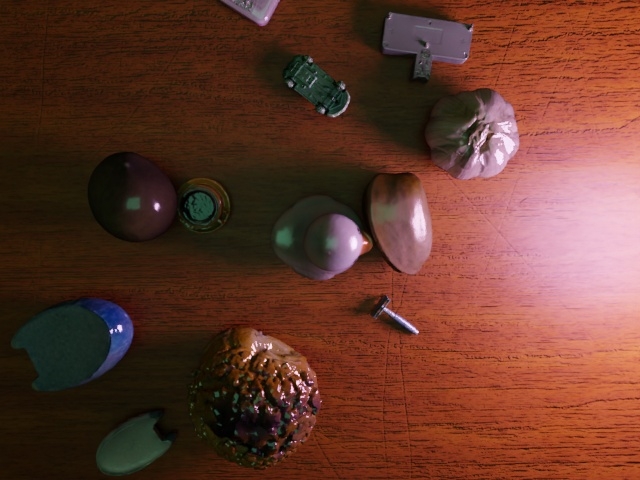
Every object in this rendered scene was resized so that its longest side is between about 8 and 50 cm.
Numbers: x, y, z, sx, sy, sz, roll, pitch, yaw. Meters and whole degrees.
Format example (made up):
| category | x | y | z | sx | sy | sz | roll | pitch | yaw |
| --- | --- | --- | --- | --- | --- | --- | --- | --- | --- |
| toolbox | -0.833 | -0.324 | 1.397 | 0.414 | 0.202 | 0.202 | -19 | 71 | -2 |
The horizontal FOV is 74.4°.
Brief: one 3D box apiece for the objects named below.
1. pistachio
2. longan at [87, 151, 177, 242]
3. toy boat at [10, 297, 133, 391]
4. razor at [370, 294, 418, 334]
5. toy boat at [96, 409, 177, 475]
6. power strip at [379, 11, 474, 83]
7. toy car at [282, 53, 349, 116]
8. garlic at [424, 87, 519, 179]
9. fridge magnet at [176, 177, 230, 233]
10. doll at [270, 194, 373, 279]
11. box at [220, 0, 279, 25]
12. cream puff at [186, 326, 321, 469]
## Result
| category | x | y | z | sx | sy | sz | roll | pitch | yaw |
| --- | --- | --- | --- | --- | --- | --- | --- | --- | --- |
| pistachio | 0.187 | -0.037 | 1.015 | 0.212 | 0.162 | 0.261 | -21 | 99 | -38 |
| longan | -0.442 | -0.098 | 0.998 | 0.196 | 0.196 | 0.220 | -42 | 79 | 4 |
| toy boat | -0.625 | 0.259 | 1.094 | 0.329 | 0.123 | 0.215 | -28 | 88 | 14 |
| razor | 0.206 | 0.209 | 1.117 | 0.135 | 0.040 | 0.068 | 36 | 96 | -9 |
| toy boat | -0.500 | 0.544 | 1.141 | 0.207 | 0.079 | 0.134 | -31 | 104 | -8 |
| power strip | 0.253 | -0.462 | 1.023 | 0.215 | 0.061 | 0.145 | 7 | 96 | 0 |
| toy car | -0.010 | -0.373 | 1.034 | 0.186 | 0.058 | 0.093 | 41 | 96 | 7 |
| garlic | 0.363 | -0.252 | 1.005 | 0.227 | 0.152 | 0.228 | 0 | 90 | 0 |
| fridge magnet | -0.299 | -0.087 | 1.063 | 0.142 | 0.063 | 0.143 | 0 | 100 | -2 |
| doll | 0.000 | 0.000 | 0.997 | 0.250 | 0.221 | 0.221 | 5 | 97 | 10 |
| box | -0.127 | -0.674 | 1.005 | 0.142 | 0.044 | 0.285 | 30 | 95 | -6 |
| cream puff | -0.167 | 0.388 | 1.038 | 0.326 | 0.231 | 0.343 | -23 | 96 | 6 |
